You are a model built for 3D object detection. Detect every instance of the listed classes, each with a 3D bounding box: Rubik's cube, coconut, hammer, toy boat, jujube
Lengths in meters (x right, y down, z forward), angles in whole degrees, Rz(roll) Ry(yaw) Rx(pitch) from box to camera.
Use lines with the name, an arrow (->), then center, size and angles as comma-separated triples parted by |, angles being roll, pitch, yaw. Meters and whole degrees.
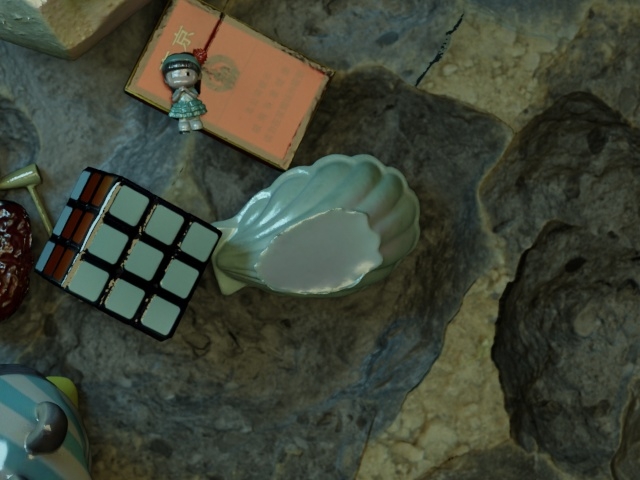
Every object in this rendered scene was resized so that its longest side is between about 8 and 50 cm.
Rubik's cube -> -0.245, 0.016, 1.803 | 0.162, 0.160, 0.163 | 27, 86, -25
coconut -> -0.336, -0.379, 1.747 | 0.309, 0.297, 0.297 | -40, 96, -10
hammer -> -0.360, -0.001, 1.870 | 0.060, 0.028, 0.195 | -24, 95, -3
toy boat -> 0.000, 0.000, 1.873 | 0.290, 0.100, 0.199 | -16, 110, -5
jujube -> -0.412, 0.030, 1.824 | 0.104, 0.104, 0.165 | 19, 86, -9

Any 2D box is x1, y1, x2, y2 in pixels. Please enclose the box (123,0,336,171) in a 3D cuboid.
box -> -0.120, -0.209, 1.886 | 0.240, 0.074, 0.153 | 27, 91, -8

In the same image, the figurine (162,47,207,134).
figurine -> -0.168, -0.190, 1.822 | 0.060, 0.047, 0.106 | -6, 97, 8

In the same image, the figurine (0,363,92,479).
figurine -> -0.373, 0.330, 1.691 | 0.266, 0.378, 0.361 | -26, 93, -8
